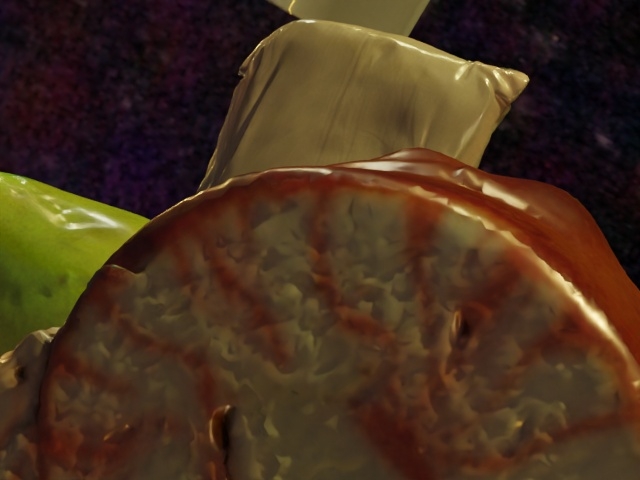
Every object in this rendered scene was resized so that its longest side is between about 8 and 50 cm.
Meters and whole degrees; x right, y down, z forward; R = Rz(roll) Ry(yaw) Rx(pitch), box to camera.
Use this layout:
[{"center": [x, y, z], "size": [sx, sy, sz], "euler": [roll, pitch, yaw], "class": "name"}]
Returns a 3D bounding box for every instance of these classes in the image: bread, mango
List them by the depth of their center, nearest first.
[{"center": [0.000, 0.128, 0.534], "size": [0.328, 0.114, 0.295], "euler": [-35, 78, 16], "class": "bread"}, {"center": [-0.216, 0.056, 1.148], "size": [0.273, 0.149, 0.185], "euler": [19, 96, 13], "class": "mango"}]

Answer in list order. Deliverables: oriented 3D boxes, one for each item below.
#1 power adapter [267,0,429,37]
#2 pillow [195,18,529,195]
[{"center": [0.053, -0.329, 1.359], "size": [0.255, 0.187, 0.124], "euler": [-58, 37, 11], "class": "power adapter"}, {"center": [0.000, 0.000, 0.804], "size": [0.173, 0.067, 0.270], "euler": [20, 91, 12], "class": "pillow"}]
